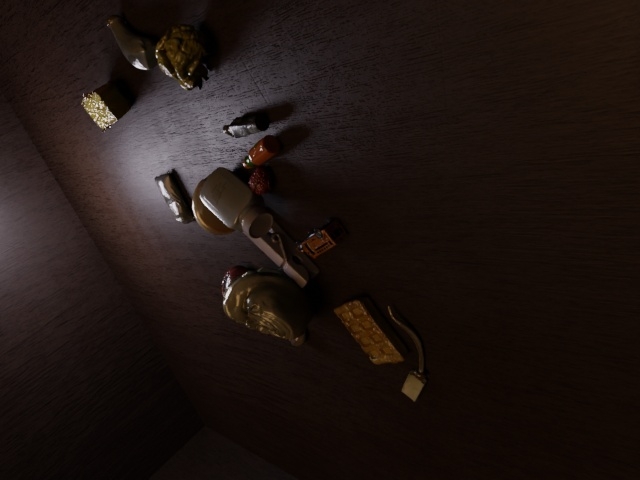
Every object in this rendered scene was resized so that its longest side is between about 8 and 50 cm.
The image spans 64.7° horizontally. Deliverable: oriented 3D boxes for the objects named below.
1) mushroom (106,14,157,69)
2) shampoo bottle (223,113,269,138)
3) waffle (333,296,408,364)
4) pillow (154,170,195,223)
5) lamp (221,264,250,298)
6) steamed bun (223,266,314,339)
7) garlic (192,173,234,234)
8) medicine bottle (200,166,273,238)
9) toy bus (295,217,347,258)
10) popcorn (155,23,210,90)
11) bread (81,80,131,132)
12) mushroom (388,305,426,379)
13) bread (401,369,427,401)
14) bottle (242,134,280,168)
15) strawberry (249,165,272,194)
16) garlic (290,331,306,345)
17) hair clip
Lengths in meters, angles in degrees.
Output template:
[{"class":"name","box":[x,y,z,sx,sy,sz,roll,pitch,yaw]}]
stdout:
[{"class":"mushroom","box":[-0.664,-0.691,1.783,0.270,0.103,0.118,41,144,24]},{"class":"shampoo bottle","box":[-0.249,-0.369,1.646,0.207,0.057,0.063,5,132,48]},{"class":"waffle","box":[0.180,0.319,1.788,0.274,0.057,0.168,53,144,-3]},{"class":"pillow","box":[-0.661,-0.184,2.266,0.169,0.059,0.255,0,122,51]},{"class":"lamp","box":[-0.351,0.199,2.189,0.182,0.140,0.182,-34,50,54]},{"class":"steamed bun","box":[-0.187,0.214,1.922,0.339,0.352,0.247,18,95,11]},{"class":"garlic","box":[-0.429,-0.131,2.020,0.164,0.145,0.245,-23,104,21]},{"class":"medicine bottle","box":[-0.295,-0.130,1.799,0.296,0.111,0.161,39,100,33]},{"class":"toy bus","box":[0.000,0.000,1.677,0.088,0.083,0.194,53,144,-4]},{"class":"popcorn","box":[-0.422,-0.577,1.583,0.173,0.168,0.195,28,178,13]},{"class":"bread","box":[-0.873,-0.567,2.091,0.260,0.147,0.160,-8,124,55]},{"class":"mushroom","box":[0.304,0.344,1.692,0.068,0.043,0.306,-18,111,14]},{"class":"bread","box":[0.336,0.525,1.823,0.068,0.028,0.154,34,142,23]},{"class":"bottle","box":[-0.202,-0.282,1.662,0.187,0.069,0.069,-24,102,53]},{"class":"strawberry","box":[-0.204,-0.208,1.727,0.083,0.083,0.096,25,130,32]},{"class":"garlic","box":[-0.098,0.412,2.168,0.084,0.066,0.152,51,147,4]},{"class":"hair clip","box":[-0.148,0.029,1.862,0.331,0.101,0.085,46,141,4]}]
